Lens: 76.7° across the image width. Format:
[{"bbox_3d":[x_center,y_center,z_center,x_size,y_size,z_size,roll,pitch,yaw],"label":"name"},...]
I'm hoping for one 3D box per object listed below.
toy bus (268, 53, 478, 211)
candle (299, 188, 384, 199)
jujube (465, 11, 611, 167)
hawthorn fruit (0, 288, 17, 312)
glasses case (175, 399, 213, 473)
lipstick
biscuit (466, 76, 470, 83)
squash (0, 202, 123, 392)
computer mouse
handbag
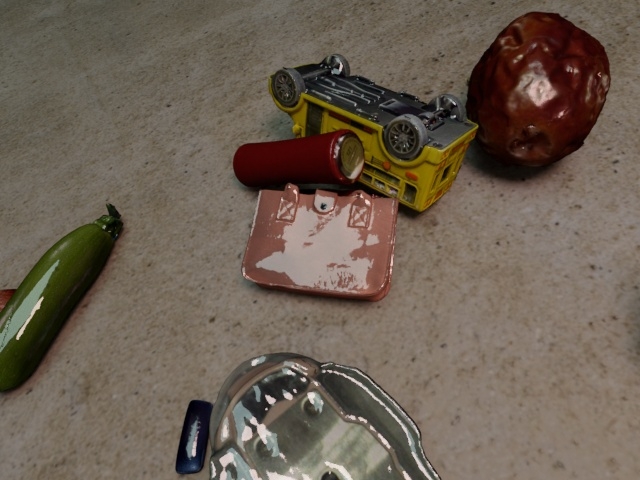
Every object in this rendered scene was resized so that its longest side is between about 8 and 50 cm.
[{"bbox_3d":[0.067,-0.186,0.661,0.330,0.152,0.144,32,47,26],"label":"toy bus"},{"bbox_3d":[0.024,-0.059,0.660,0.161,0.048,0.053,-2,85,11],"label":"candle"},{"bbox_3d":[0.330,-0.240,0.633,0.196,0.197,0.291,7,54,16],"label":"jujube"},{"bbox_3d":[-0.483,0.095,0.637,0.066,0.067,0.103,22,60,24],"label":"hawthorn fruit"},{"bbox_3d":[-0.155,0.239,0.497,0.033,0.023,0.084,-5,56,10],"label":"glasses case"},{"bbox_3d":[-0.043,-0.125,0.640,0.241,0.080,0.080,7,54,43],"label":"lipstick"},{"bbox_3d":[0.335,-0.300,0.773,0.083,0.018,0.082,-22,55,-5],"label":"biscuit"},{"bbox_3d":[-0.408,0.071,0.627,0.087,0.087,0.332,10,57,17],"label":"squash"},{"bbox_3d":[0.034,0.277,0.385,0.199,0.115,0.389,-32,66,-23],"label":"computer mouse"},{"bbox_3d":[0.000,0.000,0.587,0.212,0.059,0.158,6,74,15],"label":"handbag"}]
